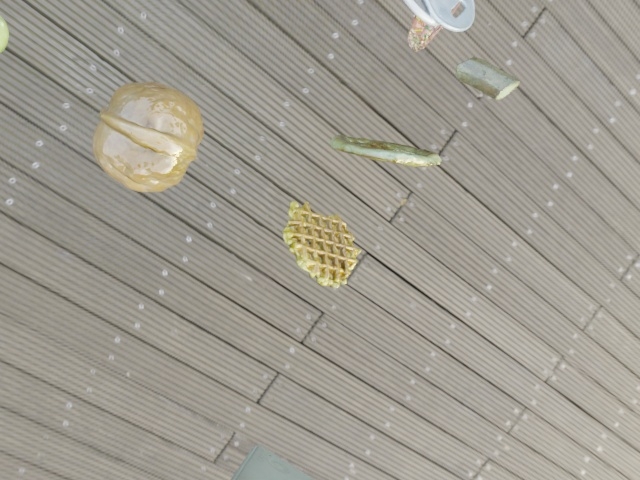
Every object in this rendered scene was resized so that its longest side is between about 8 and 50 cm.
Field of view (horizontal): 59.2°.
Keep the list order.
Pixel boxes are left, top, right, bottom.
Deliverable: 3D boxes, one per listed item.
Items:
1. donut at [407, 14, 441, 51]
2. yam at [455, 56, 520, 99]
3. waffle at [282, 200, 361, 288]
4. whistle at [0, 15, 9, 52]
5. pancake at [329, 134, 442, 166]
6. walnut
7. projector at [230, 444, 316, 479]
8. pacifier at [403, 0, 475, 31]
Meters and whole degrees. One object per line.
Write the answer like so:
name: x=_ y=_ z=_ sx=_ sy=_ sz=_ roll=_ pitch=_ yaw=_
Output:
donut: x=0.345 y=-0.688 z=1.733 sx=0.085 sy=0.233 sz=0.199 roll=42 pitch=98 yaw=-2
yam: x=0.399 y=-0.391 z=1.355 sx=0.146 sy=0.070 sz=0.069 roll=34 pitch=92 yaw=13
waffle: x=0.007 y=0.006 z=1.806 sx=0.301 sy=0.281 sz=0.058 roll=37 pitch=135 yaw=-25
whistle: x=-0.273 y=-0.177 z=0.363 sx=0.105 sy=0.085 sz=0.227 roll=-30 pitch=75 yaw=6
pancake: x=0.062 y=-0.084 z=0.531 sx=0.108 sy=0.108 sz=0.017 roll=4 pitch=108 yaw=-19
walnut: x=-0.462 y=-0.278 z=1.514 sx=0.285 sy=0.285 sz=0.296 roll=25 pitch=97 yaw=-22
projector: x=-0.063 y=0.428 z=0.843 sx=0.192 sy=0.257 sz=0.099 roll=29 pitch=88 yaw=6
pacifier: x=0.282 y=-0.612 z=1.269 sx=0.279 sy=0.207 sz=0.227 roll=48 pitch=50 yaw=-13
